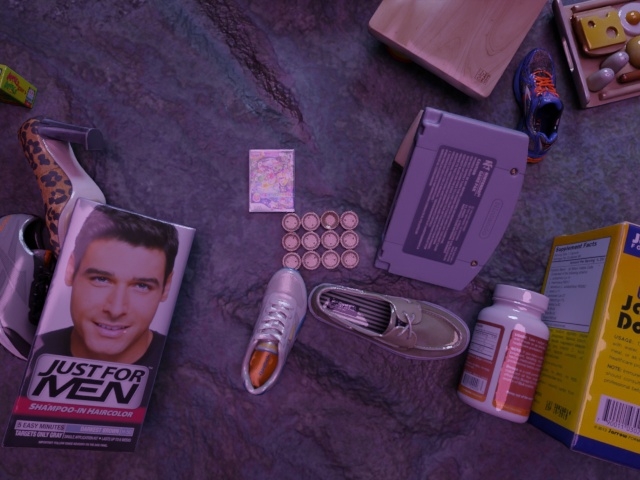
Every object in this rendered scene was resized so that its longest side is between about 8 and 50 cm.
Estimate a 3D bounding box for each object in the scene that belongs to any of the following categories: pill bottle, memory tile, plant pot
[{"bbox_3d":[0.327,0.193,0.782,0.121,0.121,0.216,19,84,-1],"label":"pill bottle"},{"bbox_3d":[0.000,0.000,0.839,0.148,0.012,0.113,-2,88,-3],"label":"memory tile"},{"bbox_3d":[0.193,-0.160,0.825,0.109,0.109,0.096,38,97,2],"label":"plant pot"}]

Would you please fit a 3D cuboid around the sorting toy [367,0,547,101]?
[{"bbox_3d":[0.258,-0.426,0.857,0.256,0.089,0.257,32,84,1],"label":"sorting toy"}]

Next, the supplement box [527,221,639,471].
[{"bbox_3d":[0.499,0.174,0.754,0.195,0.194,0.356,17,84,0],"label":"supplement box"}]

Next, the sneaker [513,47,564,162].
[{"bbox_3d":[0.426,-0.265,0.849,0.083,0.087,0.221,1,84,-3],"label":"sneaker"}]

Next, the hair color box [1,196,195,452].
[{"bbox_3d":[-0.354,0.135,0.732,0.185,0.114,0.374,16,83,-26],"label":"hair color box"}]

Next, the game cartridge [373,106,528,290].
[{"bbox_3d":[0.229,-0.061,0.776,0.198,0.062,0.297,13,114,-5],"label":"game cartridge"}]

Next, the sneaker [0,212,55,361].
[{"bbox_3d":[-0.514,0.078,0.770,0.108,0.100,0.271,-16,85,-9],"label":"sneaker"}]

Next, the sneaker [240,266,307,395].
[{"bbox_3d":[-0.077,0.159,0.782,0.088,0.092,0.228,14,83,1],"label":"sneaker"}]

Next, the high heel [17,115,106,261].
[{"bbox_3d":[-0.491,-0.091,0.812,0.186,0.093,0.261,14,96,21],"label":"high heel"}]

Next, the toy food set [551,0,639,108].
[{"bbox_3d":[0.625,-0.403,0.869,0.306,0.092,0.219,-14,85,-4],"label":"toy food set"}]

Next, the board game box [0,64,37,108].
[{"bbox_3d":[-0.634,-0.294,0.803,0.181,0.092,0.043,12,84,-1],"label":"board game box"}]

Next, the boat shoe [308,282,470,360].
[{"bbox_3d":[0.124,0.148,0.790,0.303,0.094,0.109,13,84,-1],"label":"boat shoe"}]

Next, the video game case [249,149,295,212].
[{"bbox_3d":[-0.093,-0.114,0.849,0.087,0.011,0.122,-1,85,-3],"label":"video game case"}]
